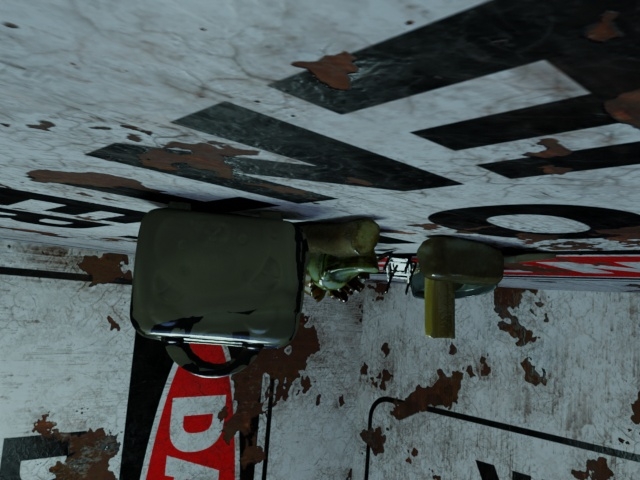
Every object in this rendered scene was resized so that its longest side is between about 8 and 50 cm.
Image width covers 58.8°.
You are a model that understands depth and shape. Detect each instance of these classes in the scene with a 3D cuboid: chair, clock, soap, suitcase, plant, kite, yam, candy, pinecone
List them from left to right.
[{"bbox_3d":[-0.202,0.104,1.152,0.351,0.339,0.194,6,174,-5],"label":"suitcase"},{"bbox_3d":[0.000,0.000,1.265,0.081,0.081,0.356,8,173,-31],"label":"yam"},{"bbox_3d":[0.054,0.092,1.629,0.150,0.179,0.195,39,134,-23],"label":"pinecone"},{"bbox_3d":[0.168,0.062,1.729,0.183,0.010,0.160,-33,-177,31],"label":"kite"},{"bbox_3d":[0.272,0.082,1.907,0.084,0.101,0.212,3,-149,19],"label":"chair"},{"bbox_3d":[0.379,0.124,2.251,0.116,0.104,0.122,37,-144,17],"label":"plant"},{"bbox_3d":[0.339,0.151,1.608,0.092,0.252,0.037,9,168,-31],"label":"soap"},{"bbox_3d":[0.487,0.156,2.080,0.318,0.066,0.319,-3,161,-1],"label":"clock"},{"bbox_3d":[0.342,0.051,1.375,0.234,0.104,0.102,7,168,-28],"label":"candy"}]

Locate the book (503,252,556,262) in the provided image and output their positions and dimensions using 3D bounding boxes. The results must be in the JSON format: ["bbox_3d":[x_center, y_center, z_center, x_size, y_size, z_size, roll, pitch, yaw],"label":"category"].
[{"bbox_3d":[0.484,0.049,1.527,0.162,0.022,0.232,-4,178,-31],"label":"book"}]

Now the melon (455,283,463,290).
[{"bbox_3d":[0.403,0.110,1.816,0.167,0.114,0.114,14,169,-42],"label":"melon"}]

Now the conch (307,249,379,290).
[{"bbox_3d":[0.043,0.045,1.347,0.181,0.124,0.187,-21,168,14],"label":"conch"}]

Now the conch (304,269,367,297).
[{"bbox_3d":[0.006,0.099,1.845,0.275,0.183,0.149,16,-161,-36],"label":"conch"}]
